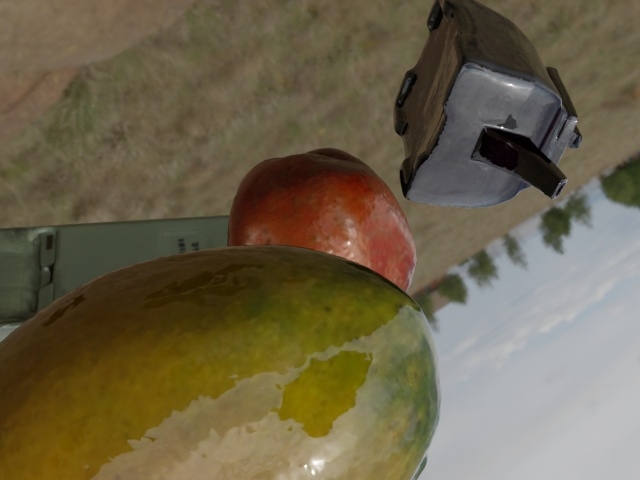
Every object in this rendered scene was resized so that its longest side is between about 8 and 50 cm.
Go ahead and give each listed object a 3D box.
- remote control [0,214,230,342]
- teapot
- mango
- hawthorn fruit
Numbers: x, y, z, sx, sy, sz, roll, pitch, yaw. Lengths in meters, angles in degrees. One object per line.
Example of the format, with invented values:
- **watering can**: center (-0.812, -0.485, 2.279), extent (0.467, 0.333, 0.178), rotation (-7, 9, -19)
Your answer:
- **remote control**: center (-0.172, 0.035, 0.911), extent (0.285, 0.123, 0.038), rotation (-5, 140, -9)
- **teapot**: center (0.102, -0.074, 0.575), extent (0.177, 0.096, 0.087), rotation (-90, -162, -59)
- **mango**: center (-0.060, 0.088, 0.354), extent (0.221, 0.151, 0.120), rotation (-55, -167, 14)
- **hawthorn fruit**: center (0.000, 0.000, 0.633), extent (0.128, 0.128, 0.128), rotation (-32, 174, -4)
